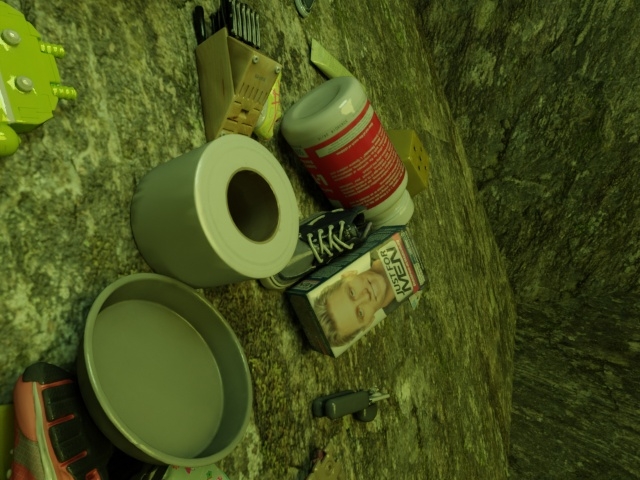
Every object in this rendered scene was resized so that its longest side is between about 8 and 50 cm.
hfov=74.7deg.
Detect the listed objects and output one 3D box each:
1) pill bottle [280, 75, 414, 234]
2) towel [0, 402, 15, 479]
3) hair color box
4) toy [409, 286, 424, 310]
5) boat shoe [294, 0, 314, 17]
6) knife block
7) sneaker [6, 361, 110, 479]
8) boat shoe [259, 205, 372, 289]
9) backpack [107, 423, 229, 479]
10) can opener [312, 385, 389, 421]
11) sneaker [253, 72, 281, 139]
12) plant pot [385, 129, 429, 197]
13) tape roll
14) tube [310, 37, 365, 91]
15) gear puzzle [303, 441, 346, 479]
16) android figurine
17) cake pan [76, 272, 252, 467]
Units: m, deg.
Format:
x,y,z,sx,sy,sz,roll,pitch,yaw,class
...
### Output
x,y,z,sx,sy,sz,roll,pitch,yaw,class
0.092,-0.205,1.130,0.407,0.229,0.229,52,41,-33,pill bottle
-0.366,0.313,0.483,0.102,0.021,0.237,18,64,-58,towel
0.102,0.112,1.035,0.347,0.105,0.173,-32,106,-30,hair color box
0.347,0.122,1.552,0.137,0.056,0.237,-47,118,-49,toy
-0.027,-0.765,1.264,0.065,0.083,0.183,27,58,-49,boat shoe
-0.209,-0.367,0.891,0.088,0.242,0.275,0,125,-55,knife block
-0.307,0.294,0.458,0.116,0.136,0.313,95,-29,-71,sneaker
0.000,0.000,0.990,0.340,0.158,0.127,-44,116,-52,boat shoe
-0.214,0.363,0.600,0.182,0.115,0.152,61,35,-26,backpack
0.088,0.419,1.059,0.280,0.074,0.093,21,64,-51,can opener
-0.129,-0.326,0.992,0.094,0.082,0.208,49,47,-51,sneaker
0.250,-0.250,1.411,0.212,0.187,0.212,47,44,-37,plant pot
-0.176,-0.043,0.739,0.246,0.169,0.246,22,62,-50,tape roll
0.051,-0.535,1.335,0.240,0.062,0.070,26,15,-44,tube
-0.043,0.598,0.848,0.339,0.044,0.175,-42,116,-49,gear puzzle
-0.444,-0.219,0.507,0.273,0.056,0.248,-15,92,-55,android figurine
-0.219,0.184,0.613,0.293,0.054,0.293,48,18,-22,cake pan
